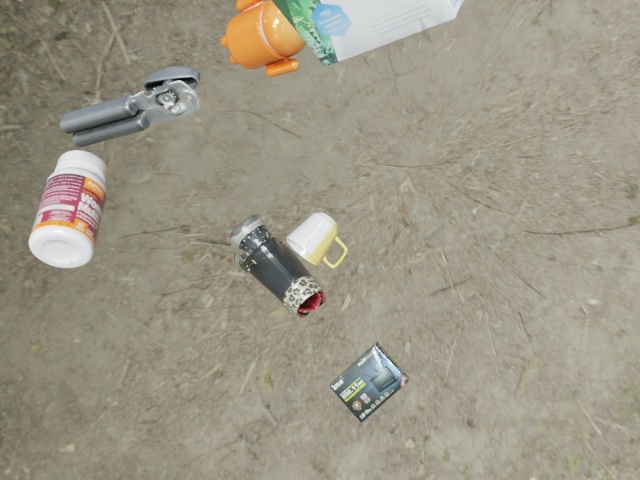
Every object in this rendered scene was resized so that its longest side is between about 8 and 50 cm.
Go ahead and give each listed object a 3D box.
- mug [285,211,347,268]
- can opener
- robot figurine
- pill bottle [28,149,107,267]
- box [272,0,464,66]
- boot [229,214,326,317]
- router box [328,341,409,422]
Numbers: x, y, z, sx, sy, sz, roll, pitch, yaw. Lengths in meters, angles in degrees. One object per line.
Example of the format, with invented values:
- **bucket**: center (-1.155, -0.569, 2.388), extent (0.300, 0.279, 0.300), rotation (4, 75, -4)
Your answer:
- **mug**: center (-0.003, -0.002, 1.102), extent (0.064, 0.062, 0.078), rotation (-51, 125, -12)
- **can opener**: center (-0.347, -0.251, 1.397), extent (0.283, 0.076, 0.095), rotation (-10, 50, 21)
- **robot figurine**: center (-0.112, -0.441, 1.608), extent (0.219, 0.128, 0.158), rotation (-8, 81, 42)
- **pill bottle**: center (-0.489, -0.065, 1.481), extent (0.121, 0.121, 0.221), rotation (-5, 52, 7)
- **box**: center (0.002, -0.379, 0.940), extent (0.232, 0.058, 0.322), rotation (-9, 134, 44)
- **boot**: center (-0.069, 0.065, 1.316), extent (0.085, 0.236, 0.178), rotation (-40, 73, -8)
- **router box**: center (0.090, 0.261, 1.387), extent (0.122, 0.038, 0.092), rotation (-43, 83, 7)
